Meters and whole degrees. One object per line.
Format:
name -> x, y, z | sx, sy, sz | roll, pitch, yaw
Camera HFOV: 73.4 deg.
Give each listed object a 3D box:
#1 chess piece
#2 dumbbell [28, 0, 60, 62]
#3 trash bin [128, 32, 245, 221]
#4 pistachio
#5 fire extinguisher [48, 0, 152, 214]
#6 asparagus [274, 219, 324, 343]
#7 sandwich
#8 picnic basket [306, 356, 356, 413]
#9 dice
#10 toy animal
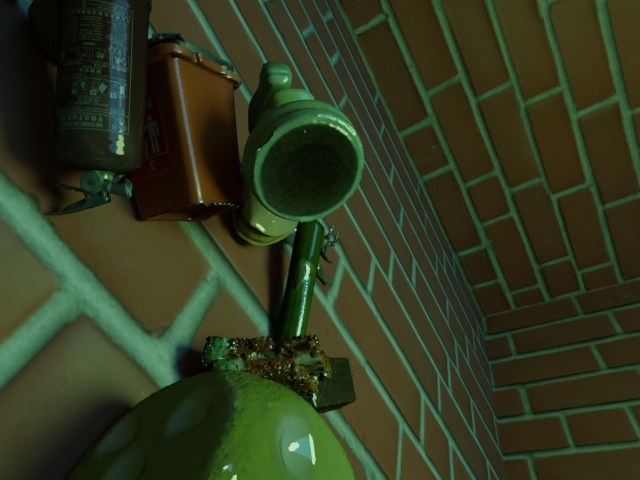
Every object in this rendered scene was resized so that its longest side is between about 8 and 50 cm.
chess piece -> -0.059, -0.173, 0.686 | 0.176, 0.175, 0.298 | 47, 8, -39
dumbbell -> -0.320, -0.336, 0.591 | 0.082, 0.092, 0.231 | 85, 3, -56
trash bin -> -0.196, -0.150, 0.636 | 0.184, 0.161, 0.239 | -9, 87, -65
pistachio -> -0.091, -0.078, 0.815 | 0.145, 0.117, 0.201 | 33, 36, -23
fire extinguisher -> -0.254, -0.161, 0.490 | 0.104, 0.104, 0.269 | 1, 92, -64
asparagus -> -0.038, 0.085, 0.818 | 0.059, 0.067, 0.278 | 14, 67, -10
sandwich -> -0.065, 0.207, 0.638 | 0.235, 0.159, 0.079 | 70, 10, -54
picnic basket -> 0.009, 0.277, 0.838 | 0.193, 0.054, 0.110 | 28, 47, -58
dice -> -0.103, 0.286, 0.403 | 0.238, 0.226, 0.233 | 58, 25, -21
toy animal -> 0.000, 0.000, 0.975 | 0.219, 0.095, 0.155 | 52, 40, -37
